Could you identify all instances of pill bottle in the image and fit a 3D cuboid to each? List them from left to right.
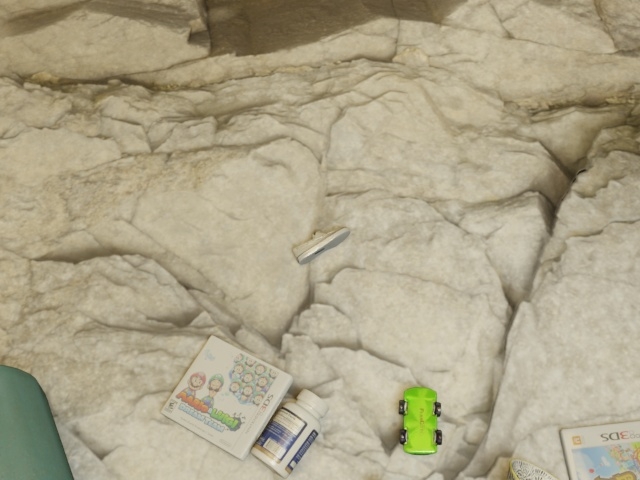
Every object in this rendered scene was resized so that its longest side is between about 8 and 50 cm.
[{"bbox_3d":[-0.041,0.278,1.220,0.067,0.067,0.120,32,71,19],"label":"pill bottle"}]

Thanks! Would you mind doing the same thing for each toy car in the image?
[{"bbox_3d":[0.144,0.322,1.190,0.239,0.053,0.224,1,64,5],"label":"toy car"}]

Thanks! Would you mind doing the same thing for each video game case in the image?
[{"bbox_3d":[-0.141,0.233,1.265,0.157,0.019,0.143,23,68,26],"label":"video game case"},{"bbox_3d":[0.450,0.356,1.161,0.194,0.023,0.212,-7,64,2],"label":"video game case"}]

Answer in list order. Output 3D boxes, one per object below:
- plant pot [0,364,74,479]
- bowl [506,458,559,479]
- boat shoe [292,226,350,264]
[{"bbox_3d":[-0.459,0.364,1.091,0.341,0.341,0.334,-23,56,-6],"label":"plant pot"},{"bbox_3d":[0.295,0.370,1.090,0.170,0.170,0.080,36,99,20],"label":"bowl"},{"bbox_3d":[0.000,0.000,1.372,0.100,0.035,0.035,-32,68,-3],"label":"boat shoe"}]
